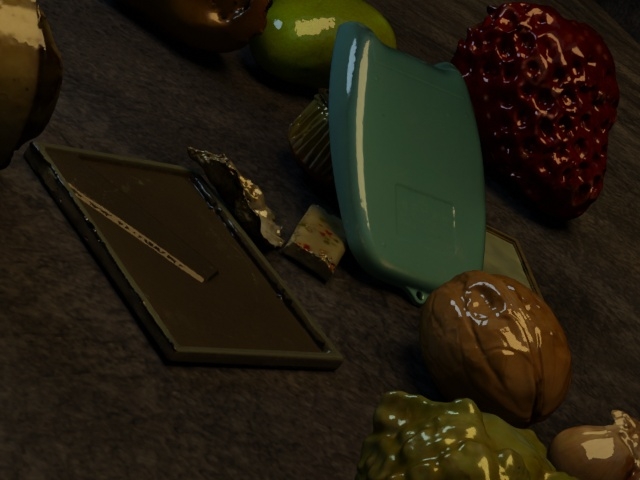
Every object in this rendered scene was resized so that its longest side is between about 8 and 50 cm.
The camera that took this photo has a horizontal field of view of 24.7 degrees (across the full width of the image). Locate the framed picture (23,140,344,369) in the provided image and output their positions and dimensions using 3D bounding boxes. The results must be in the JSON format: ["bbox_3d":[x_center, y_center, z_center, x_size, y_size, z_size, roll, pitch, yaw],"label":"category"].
[{"bbox_3d":[-0.146,0.016,1.563,0.247,0.022,0.335,7,34,-48],"label":"framed picture"}]

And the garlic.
[{"bbox_3d":[0.327,0.266,1.626,0.175,0.099,0.124,24,44,-12],"label":"garlic"}]

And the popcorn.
[{"bbox_3d":[0.132,0.242,1.280,0.255,0.195,0.256,48,8,19],"label":"popcorn"}]

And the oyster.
[{"bbox_3d":[-0.088,-0.049,1.716,0.146,0.045,0.121,53,-3,-34],"label":"oyster"}]

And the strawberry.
[{"bbox_3d":[0.371,-0.203,2.397,0.317,0.295,0.345,67,0,-64],"label":"strawberry"}]

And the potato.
[{"bbox_3d":[-0.398,-0.197,1.428,0.243,0.242,0.285,14,37,-39],"label":"potato"}]

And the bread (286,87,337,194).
[{"bbox_3d":[0.046,-0.120,1.979,0.190,0.114,0.132,26,25,-36],"label":"bread"}]

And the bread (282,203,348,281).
[{"bbox_3d":[0.000,0.000,1.785,0.068,0.028,0.153,32,21,0],"label":"bread"}]

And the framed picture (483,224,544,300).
[{"bbox_3d":[0.247,0.026,2.086,0.136,0.010,0.201,25,24,-19],"label":"framed picture"}]

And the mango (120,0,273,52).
[{"bbox_3d":[-0.193,-0.357,2.090,0.249,0.151,0.156,23,61,-11],"label":"mango"}]

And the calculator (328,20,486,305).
[{"bbox_3d":[0.118,-0.096,1.892,0.256,0.054,0.386,18,60,-37],"label":"calculator"}]

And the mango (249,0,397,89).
[{"bbox_3d":[0.001,-0.312,2.251,0.273,0.149,0.185,6,37,-40],"label":"mango"}]

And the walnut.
[{"bbox_3d":[0.195,0.122,1.646,0.159,0.159,0.206,13,32,-40],"label":"walnut"}]
